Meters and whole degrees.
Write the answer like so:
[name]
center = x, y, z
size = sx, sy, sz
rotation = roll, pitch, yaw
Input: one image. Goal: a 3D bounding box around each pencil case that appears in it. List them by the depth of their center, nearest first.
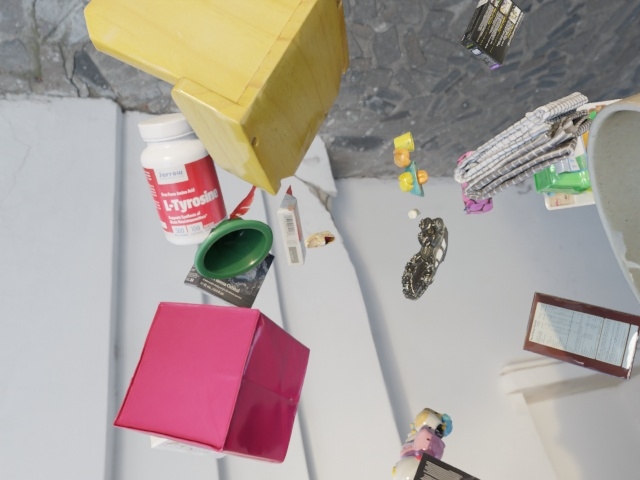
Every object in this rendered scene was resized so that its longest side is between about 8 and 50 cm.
[pencil case]
center = 0.523, -0.195, 1.499
size = 0.095, 0.209, 0.098
rotation = 8, 158, -22

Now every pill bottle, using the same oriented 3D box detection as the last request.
[pill bottle]
center = -0.464, -0.208, 1.478
size = 0.229, 0.229, 0.408
rotation = -11, 117, -4

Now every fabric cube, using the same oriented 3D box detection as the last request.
[fabric cube]
center = -0.204, 0.297, 0.911
size = 0.254, 0.259, 0.258
rotation = 2, 152, 23

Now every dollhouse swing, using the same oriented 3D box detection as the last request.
[dollhouse swing]
center = -0.164, -0.330, 0.796
size = 0.304, 0.347, 0.315
rotation = 20, 161, 17

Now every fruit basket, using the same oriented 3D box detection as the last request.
[fruit basket]
center = 0.845, -0.274, 1.350
size = 0.353, 0.327, 0.165
rotation = -8, 171, 7

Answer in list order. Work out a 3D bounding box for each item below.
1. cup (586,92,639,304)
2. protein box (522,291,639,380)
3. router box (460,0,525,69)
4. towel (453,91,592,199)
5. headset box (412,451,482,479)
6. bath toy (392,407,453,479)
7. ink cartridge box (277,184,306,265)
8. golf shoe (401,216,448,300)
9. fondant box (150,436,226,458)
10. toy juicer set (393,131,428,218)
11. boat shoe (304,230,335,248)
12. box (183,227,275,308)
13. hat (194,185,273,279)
[cup]
center = 0.412, -0.009, 0.339
size = 0.237, 0.331, 0.331
rotation = -24, 149, 17
[protein box]
center = 0.592, 0.212, 0.999
size = 0.201, 0.136, 0.199
rotation = 13, 178, 32
[router box]
center = 0.491, -0.605, 1.243
size = 0.133, 0.179, 0.046
rotation = 28, 175, -21
[towel]
center = 0.494, -0.217, 1.055
size = 0.235, 0.121, 0.283
rotation = -27, 175, -39
[headset box]
center = 0.255, 0.604, 0.833
size = 0.246, 0.283, 0.131
rotation = 43, 155, -30
[bath toy]
center = 0.280, 0.558, 1.154
size = 0.129, 0.151, 0.348
rotation = -8, 178, 20
[ink cartridge box]
center = -0.058, -0.042, 1.072
size = 0.045, 0.179, 0.145
rotation = -4, 117, 11
[golf shoe]
center = 0.251, 0.048, 0.999
size = 0.077, 0.198, 0.094
rotation = 18, 176, 42
[fondant box]
center = -0.363, 0.485, 1.278
size = 0.096, 0.238, 0.330
rotation = -28, 144, 7
[toy juicer set]
center = 0.336, -0.203, 1.543
size = 0.089, 0.209, 0.329
rotation = -11, 114, 20
[boat shoe]
center = 0.000, 0.000, 1.920
size = 0.170, 0.059, 0.063
rotation = -22, 130, -40
[box]
center = -0.224, 0.072, 1.083
size = 0.156, 0.158, 0.093
rotation = 33, 161, -30
[hat]
center = -0.217, -0.036, 0.993
size = 0.208, 0.183, 0.173
rotation = -4, 135, -41
